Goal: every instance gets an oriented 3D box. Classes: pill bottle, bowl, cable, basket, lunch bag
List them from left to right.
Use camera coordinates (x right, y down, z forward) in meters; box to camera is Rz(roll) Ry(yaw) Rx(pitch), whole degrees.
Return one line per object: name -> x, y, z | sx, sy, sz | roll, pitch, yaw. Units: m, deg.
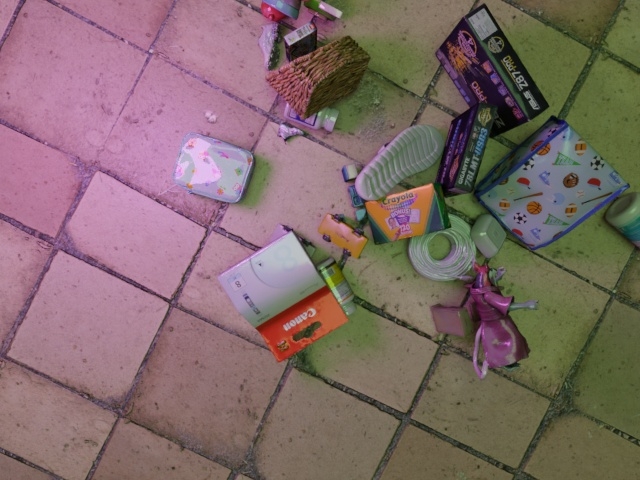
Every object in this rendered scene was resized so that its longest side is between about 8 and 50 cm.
lunch bag -> -0.392, -0.259, 1.714 | 0.279, 0.108, 0.224 | 18, 97, 0
pill bottle -> -0.030, -0.470, 1.713 | 0.186, 0.112, 0.112 | 21, 91, -3
basket -> -0.011, -0.600, 1.594 | 0.299, 0.213, 0.223 | -36, 79, -25
pill bottle -> 0.048, 0.179, 1.736 | 0.117, 0.117, 0.215 | -29, 92, 0
cable -> 0.455, 0.025, 1.756 | 0.257, 0.089, 0.257 | 0, 91, -1
bowl -> 0.633, -0.019, 1.736 | 0.142, 0.053, 0.142 | 50, 57, -15
lunch bag -> 0.800, -0.193, 1.679 | 0.328, 0.239, 0.385 | 41, 113, -4
pill bottle -> 1.219, -0.049, 1.743 | 0.264, 0.146, 0.146 | 38, 91, -3

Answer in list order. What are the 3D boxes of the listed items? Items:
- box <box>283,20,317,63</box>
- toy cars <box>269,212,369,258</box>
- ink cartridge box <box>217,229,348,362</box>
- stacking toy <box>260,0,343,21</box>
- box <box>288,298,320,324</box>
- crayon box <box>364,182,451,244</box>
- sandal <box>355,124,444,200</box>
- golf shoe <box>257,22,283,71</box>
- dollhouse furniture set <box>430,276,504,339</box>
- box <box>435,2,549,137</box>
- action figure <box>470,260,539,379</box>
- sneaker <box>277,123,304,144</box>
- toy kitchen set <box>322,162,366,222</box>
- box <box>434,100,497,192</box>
box -> -0.069, -0.694, 1.656 | 0.114, 0.207, 0.036 | -30, 92, 0
toy cars -> 0.000, 0.000, 1.697 | 0.393, 0.087, 0.177 | -10, 84, 28
ink cartridge box -> -0.127, 0.204, 1.632 | 0.308, 0.091, 0.385 | -31, 92, 3
stacking toy -> -0.081, -0.797, 1.634 | 0.279, 0.309, 0.130 | 22, 111, -17
box -> -0.109, 0.208, 1.734 | 0.203, 0.114, 0.103 | 31, 93, -3
crayon box -> 0.311, -0.093, 1.677 | 0.278, 0.081, 0.165 | -14, 89, 36
sandal -> 0.279, -0.298, 1.722 | 0.416, 0.102, 0.169 | -34, 108, -19
golf shoe -> -0.195, -0.717, 1.735 | 0.086, 0.069, 0.176 | 10, 89, 18
dollhouse furniture set -> 0.571, 0.269, 1.766 | 0.242, 0.161, 0.212 | -16, 93, -23
box -> 0.582, -0.568, 1.623 | 0.097, 0.318, 0.395 | -34, 94, 1
action figure -> 0.586, 0.243, 1.614 | 0.275, 0.248, 0.370 | -25, 98, 5
sneaker -> -0.115, -0.391, 1.754 | 0.098, 0.038, 0.069 | 17, 93, 7
toy kitchen set -> 0.070, -0.158, 1.722 | 0.166, 0.122, 0.207 | -16, 92, -1
box -> 0.495, -0.305, 1.642 | 0.073, 0.293, 0.296 | 16, 92, -3
